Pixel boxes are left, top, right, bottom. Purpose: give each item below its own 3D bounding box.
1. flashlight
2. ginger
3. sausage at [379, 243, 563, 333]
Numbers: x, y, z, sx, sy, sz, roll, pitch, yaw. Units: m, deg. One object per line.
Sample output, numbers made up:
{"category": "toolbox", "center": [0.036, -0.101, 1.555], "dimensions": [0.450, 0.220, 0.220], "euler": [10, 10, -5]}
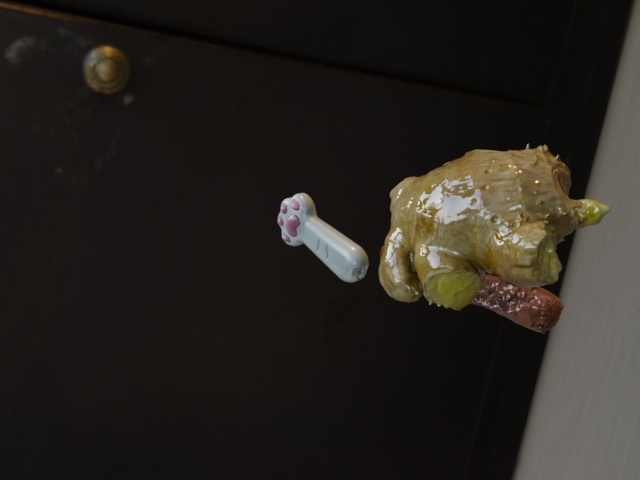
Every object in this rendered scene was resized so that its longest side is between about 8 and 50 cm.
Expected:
{"category": "flashlight", "center": [0.000, 0.000, 1.499], "dimensions": [0.047, 0.093, 0.200], "euler": [-13, 41, -42]}
{"category": "ginger", "center": [0.155, -0.019, 0.856], "dimensions": [0.216, 0.157, 0.102], "euler": [-8, -42, 29]}
{"category": "sausage", "center": [0.245, 0.064, 1.560], "dimensions": [0.326, 0.087, 0.079], "euler": [23, 51, 22]}
